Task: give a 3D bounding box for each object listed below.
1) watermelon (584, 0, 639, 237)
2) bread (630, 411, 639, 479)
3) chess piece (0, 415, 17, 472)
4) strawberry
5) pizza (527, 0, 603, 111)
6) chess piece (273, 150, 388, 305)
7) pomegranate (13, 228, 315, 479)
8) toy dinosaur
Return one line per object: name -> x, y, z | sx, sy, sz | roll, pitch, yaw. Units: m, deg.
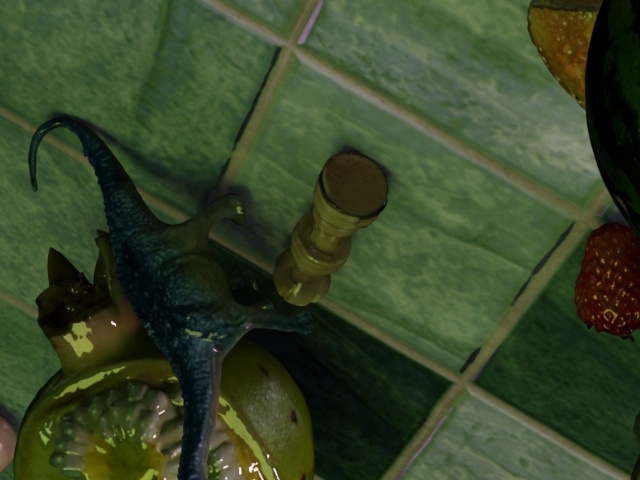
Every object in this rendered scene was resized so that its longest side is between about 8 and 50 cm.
watermelon -> 0.291, -0.085, 0.992 | 0.285, 0.285, 0.285 | 18, 140, 16
bread -> 0.297, 0.125, 1.298 | 0.124, 0.186, 0.257 | 27, 150, -1
chess piece -> -0.380, 0.177, 1.883 | 0.170, 0.094, 0.094 | 44, 141, -21
strawberry -> 0.216, 0.028, 1.340 | 0.073, 0.073, 0.083 | 8, 115, 27
pizza -> 0.218, -0.116, 1.193 | 0.175, 0.046, 0.134 | 45, 141, -17
chess piece -> 0.001, 0.000, 1.461 | 0.060, 0.060, 0.172 | 31, 144, 0
pomegranate -> -0.142, 0.155, 1.584 | 0.260, 0.260, 0.340 | -10, 104, 40
toy dinosaur -> -0.106, 0.035, 1.472 | 0.363, 0.147, 0.076 | 63, 151, 24
